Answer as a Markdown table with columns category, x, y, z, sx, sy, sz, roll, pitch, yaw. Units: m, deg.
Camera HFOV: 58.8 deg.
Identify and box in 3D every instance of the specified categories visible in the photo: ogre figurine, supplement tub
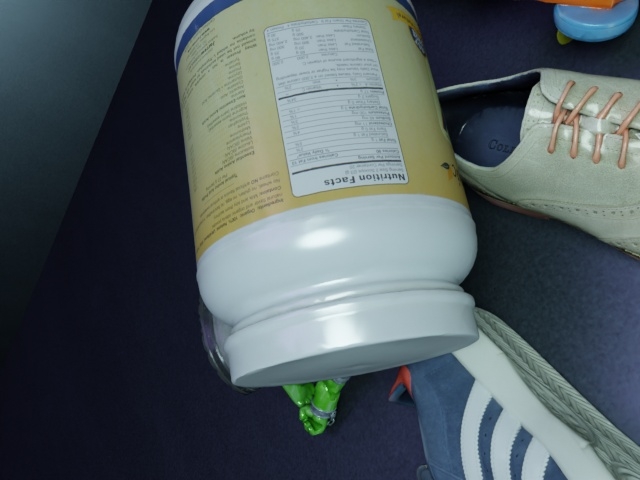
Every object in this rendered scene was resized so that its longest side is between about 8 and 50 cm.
| category | x | y | z | sx | sy | sz | roll | pitch | yaw |
| --- | --- | --- | --- | --- | --- | --- | --- | --- | --- |
| ogre figurine | -0.012 | 0.132 | 0.723 | 0.118 | 0.097 | 0.197 | -49 | 29 | 43 |
| supplement tub | 0.001 | -0.050 | 0.489 | 0.228 | 0.228 | 0.316 | -28 | 65 | 42 |

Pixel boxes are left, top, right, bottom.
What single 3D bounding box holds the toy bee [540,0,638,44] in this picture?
| category | x | y | z | sx | sy | sz | roll | pitch | yaw |
| --- | --- | --- | --- | --- | --- | --- | --- | --- | --- |
| toy bee | 0.274 | -0.252 | 0.508 | 0.162 | 0.298 | 0.195 | -54 | -6 | -23 |

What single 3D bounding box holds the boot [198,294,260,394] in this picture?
| category | x | y | z | sx | sy | sz | roll | pitch | yaw |
| --- | --- | --- | --- | --- | --- | --- | --- | --- | --- |
| boot | 0.000 | 0.000 | 0.652 | 0.223 | 0.118 | 0.338 | -18 | 43 | 28 |

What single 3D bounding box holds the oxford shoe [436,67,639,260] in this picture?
| category | x | y | z | sx | sy | sz | roll | pitch | yaw |
| --- | --- | --- | --- | --- | --- | --- | --- | --- | --- |
| oxford shoe | 0.233 | -0.064 | 0.452 | 0.397 | 0.146 | 0.140 | 16 | 88 | 54 |

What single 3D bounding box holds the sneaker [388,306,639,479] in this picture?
| category | x | y | z | sx | sy | sz | roll | pitch | yaw |
| --- | --- | --- | --- | --- | --- | --- | --- | --- | --- |
| sneaker | 0.166 | 0.195 | 0.452 | 0.148 | 0.131 | 0.350 | -58 | 29 | 14 |
